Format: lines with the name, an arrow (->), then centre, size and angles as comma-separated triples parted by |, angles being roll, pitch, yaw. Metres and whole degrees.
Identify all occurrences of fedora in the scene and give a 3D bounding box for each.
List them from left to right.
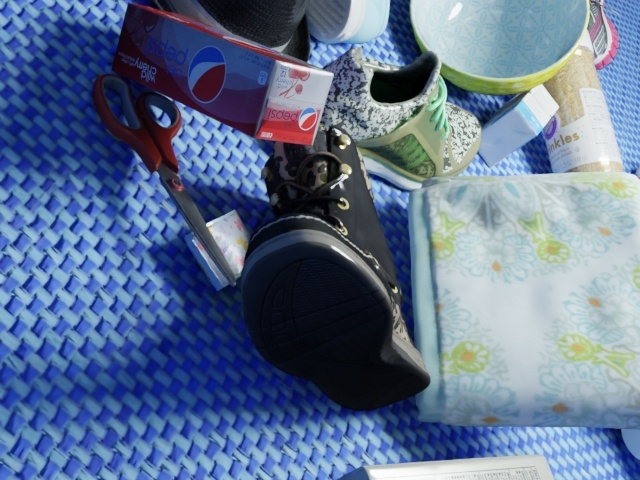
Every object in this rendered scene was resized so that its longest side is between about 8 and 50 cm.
fedora -> -0.094, -0.377, 1.320 | 0.334, 0.152, 0.334 | 27, 44, -30

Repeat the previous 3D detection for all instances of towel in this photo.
towel -> 0.274, 0.064, 1.262 | 0.321, 0.090, 0.374 | -1, 51, 5

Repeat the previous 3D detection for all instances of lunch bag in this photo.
lunch bag -> -0.108, 0.013, 1.079 | 0.071, 0.053, 0.083 | 56, 27, -1

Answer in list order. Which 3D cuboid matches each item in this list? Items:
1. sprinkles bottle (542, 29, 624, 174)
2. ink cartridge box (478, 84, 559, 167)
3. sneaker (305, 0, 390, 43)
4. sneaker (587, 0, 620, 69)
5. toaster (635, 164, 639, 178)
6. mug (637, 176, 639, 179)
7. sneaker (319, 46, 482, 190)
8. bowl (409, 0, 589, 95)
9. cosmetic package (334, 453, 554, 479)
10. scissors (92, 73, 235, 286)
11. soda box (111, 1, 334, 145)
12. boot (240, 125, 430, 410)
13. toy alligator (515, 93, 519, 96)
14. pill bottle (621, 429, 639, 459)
sprinkles bottle -> 0.444, -0.196, 1.732 | 0.121, 0.121, 0.355 | 7, 66, -44
ink cartridge box -> 0.331, -0.202, 1.675 | 0.060, 0.104, 0.180 | 51, 37, -3
sneaker -> 0.047, -0.473, 1.494 | 0.150, 0.135, 0.365 | -5, 101, -53
sneaker -> 0.549, -0.509, 2.139 | 0.112, 0.121, 0.299 | 14, 52, -38
toaster -> 0.709, -0.085, 1.968 | 0.146, 0.129, 0.227 | 35, 42, -20
mug -> 0.620, -0.054, 1.813 | 0.150, 0.169, 0.113 | 18, 50, -38
sneaker -> 0.123, -0.176, 1.367 | 0.410, 0.182, 0.158 | -2, 63, -48
bowl -> 0.295, -0.348, 1.683 | 0.156, 0.290, 0.289 | 77, -3, -65
cosmetic package -> 0.125, 0.315, 1.026 | 0.296, 0.129, 0.153 | 10, 53, -42
scissors -> -0.171, -0.070, 1.055 | 0.109, 0.021, 0.297 | 14, 41, -39
soda box -> -0.113, -0.183, 1.084 | 0.092, 0.083, 0.263 | 2, 20, -47
boot -> 0.000, 0.000, 1.062 | 0.377, 0.138, 0.284 | 48, 24, -55
toy alligator -> 0.416, -0.255, 1.859 | 0.190, 0.056, 0.051 | 9, 10, -35
pill bottle -> 0.557, 0.280, 1.513 | 0.229, 0.131, 0.131 | 7, 57, -44
